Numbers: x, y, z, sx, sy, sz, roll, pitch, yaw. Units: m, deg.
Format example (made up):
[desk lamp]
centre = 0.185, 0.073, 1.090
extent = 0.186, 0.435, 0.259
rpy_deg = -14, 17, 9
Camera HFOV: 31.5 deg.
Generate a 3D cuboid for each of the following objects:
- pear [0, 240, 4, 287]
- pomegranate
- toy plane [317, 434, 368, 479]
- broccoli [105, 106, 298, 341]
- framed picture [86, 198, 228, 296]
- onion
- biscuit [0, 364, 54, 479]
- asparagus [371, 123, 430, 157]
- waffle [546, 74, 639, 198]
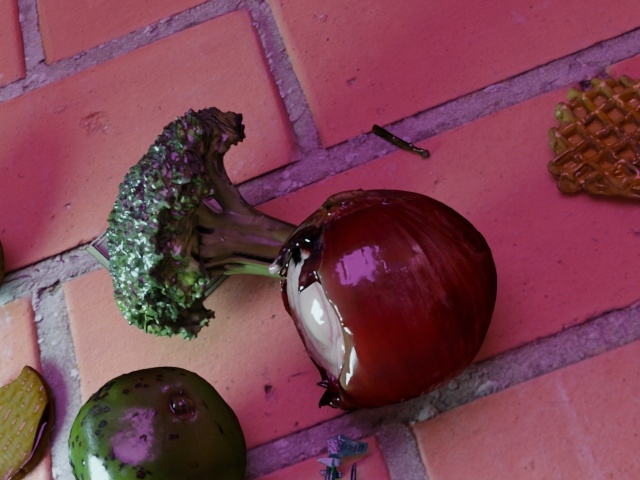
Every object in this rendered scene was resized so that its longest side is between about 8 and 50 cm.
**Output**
[pear]
centre = -0.652, 0.043, 1.972
extent = 0.211, 0.188, 0.228
rpy_deg = 16, 60, 31
[pomegranate]
centre = -0.234, 0.313, 1.611
extent = 0.254, 0.270, 0.254
rpy_deg = 15, 32, -10
[toy plane]
centre = 0.008, 0.380, 1.580
extent = 0.096, 0.060, 0.235
rpy_deg = 1, 60, 11
[broccoli]
centre = -0.204, -0.027, 1.811
extent = 0.249, 0.302, 0.375
rpy_deg = 6, 82, 48
[framed picture]
centre = -0.260, 0.009, 1.966
extent = 0.217, 0.017, 0.274
rpy_deg = -46, 54, -14
[onion]
centre = 0.093, 0.069, 1.607
extent = 0.341, 0.341, 0.341
rpy_deg = -10, 53, 13
[biscuit]
centre = -0.518, 0.321, 1.828
extent = 0.228, 0.031, 0.176
rpy_deg = -42, 52, -10
[asparagus]
centre = 0.138, -0.170, 1.950
extent = 0.127, 0.015, 0.018
rpy_deg = 32, 72, 34
[waffle]
centre = 0.493, -0.167, 1.797
extent = 0.261, 0.056, 0.250
rpy_deg = 5, 57, 25
